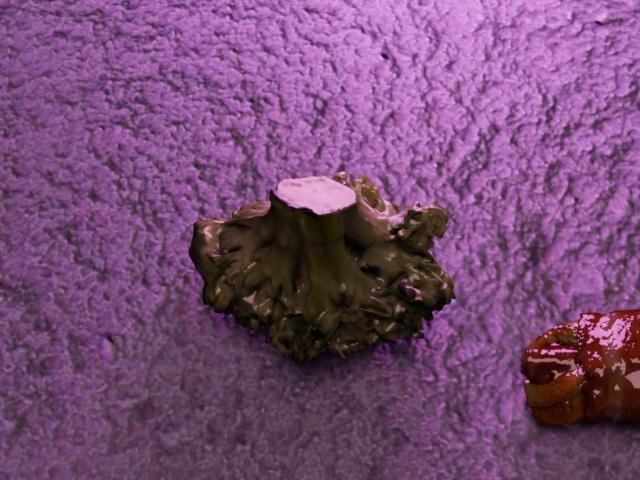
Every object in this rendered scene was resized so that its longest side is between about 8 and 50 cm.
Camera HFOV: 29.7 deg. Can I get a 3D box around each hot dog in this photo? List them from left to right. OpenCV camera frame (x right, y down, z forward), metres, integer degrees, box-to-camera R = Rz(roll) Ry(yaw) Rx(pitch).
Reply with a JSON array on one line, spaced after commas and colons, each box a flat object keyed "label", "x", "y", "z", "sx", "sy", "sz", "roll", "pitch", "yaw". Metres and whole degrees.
[{"label": "hot dog", "x": 0.329, "y": 0.140, "z": 1.341, "sx": 0.213, "sy": 0.103, "sz": 0.146, "roll": -3, "pitch": 61, "yaw": 2}]

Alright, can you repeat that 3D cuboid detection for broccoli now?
[{"label": "broccoli", "x": 0.000, "y": 0.000, "z": 1.354, "sx": 0.288, "sy": 0.246, "sz": 0.248, "roll": -10, "pitch": 51, "yaw": -9}]
